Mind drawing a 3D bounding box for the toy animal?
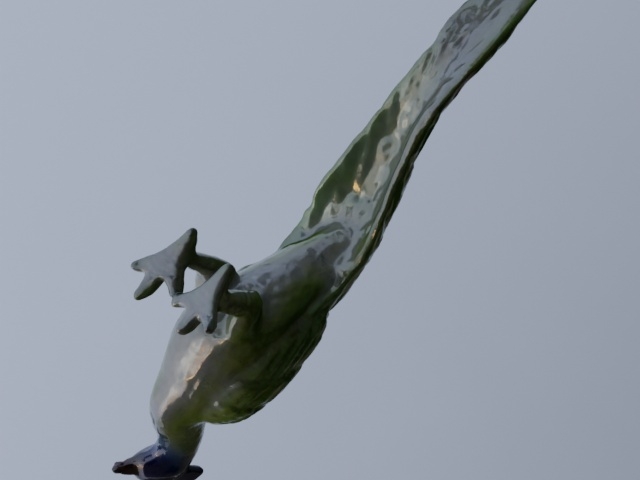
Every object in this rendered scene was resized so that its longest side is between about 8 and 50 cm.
[{"bbox_3d":[-0.011,0.000,0.495,0.075,0.041,0.217,7,-58,-53],"label":"toy animal"}]
